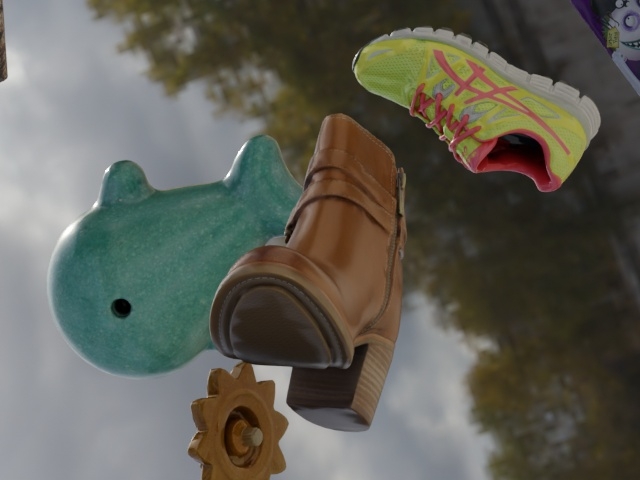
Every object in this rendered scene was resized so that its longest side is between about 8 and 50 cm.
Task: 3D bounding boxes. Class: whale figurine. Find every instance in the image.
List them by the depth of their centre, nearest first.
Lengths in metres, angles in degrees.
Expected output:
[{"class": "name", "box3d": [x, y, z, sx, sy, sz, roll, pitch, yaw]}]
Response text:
[{"class": "whale figurine", "box3d": [-0.131, 0.018, 1.757, 0.216, 0.272, 0.141, 55, -166, -6]}]

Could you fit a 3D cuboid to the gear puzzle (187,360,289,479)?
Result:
[{"class": "gear puzzle", "box3d": [-0.077, 0.229, 1.048, 0.175, 0.044, 0.339, 28, -114, -51]}]

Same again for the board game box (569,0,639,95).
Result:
[{"class": "board game box", "box3d": [0.278, -0.245, 1.089, 0.056, 0.347, 0.208, 0, -127, -56]}]

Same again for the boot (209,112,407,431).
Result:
[{"class": "boot", "box3d": [0.000, 0.000, 0.994, 0.197, 0.073, 0.152, 65, -146, -64]}]

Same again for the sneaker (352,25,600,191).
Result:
[{"class": "sneaker", "box3d": [0.121, -0.103, 1.541, 0.081, 0.208, 0.094, 103, -173, -59]}]

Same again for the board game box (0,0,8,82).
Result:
[{"class": "board game box", "box3d": [-0.419, -0.265, 1.694, 0.232, 0.141, 0.291, -26, -56, -46]}]
